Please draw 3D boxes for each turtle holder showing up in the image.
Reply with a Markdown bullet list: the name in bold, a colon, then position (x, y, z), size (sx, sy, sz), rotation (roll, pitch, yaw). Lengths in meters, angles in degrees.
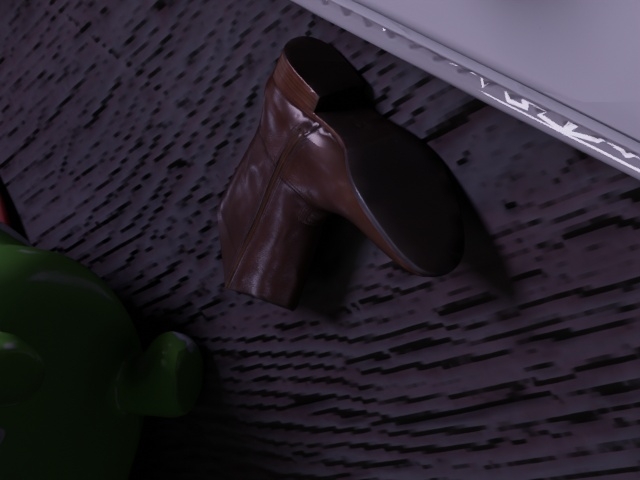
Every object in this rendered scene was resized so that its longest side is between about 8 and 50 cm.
- **turtle holder**: position (-0.199, 0.083, 0.625), size (0.227, 0.320, 0.243), rotation (25, 111, 22)

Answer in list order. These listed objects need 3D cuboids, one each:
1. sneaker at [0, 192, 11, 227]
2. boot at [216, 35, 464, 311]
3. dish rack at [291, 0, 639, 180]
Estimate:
- **sneaker**: position (-0.267, -0.046, 0.713), size (0.221, 0.128, 0.087), rotation (55, 144, 11)
- **boot**: position (0.000, 0.000, 0.483), size (0.106, 0.037, 0.114), rotation (60, 144, 27)
- **dish rack**: position (0.050, -0.148, 0.298), size (0.333, 0.072, 0.285), rotation (34, 137, 36)
